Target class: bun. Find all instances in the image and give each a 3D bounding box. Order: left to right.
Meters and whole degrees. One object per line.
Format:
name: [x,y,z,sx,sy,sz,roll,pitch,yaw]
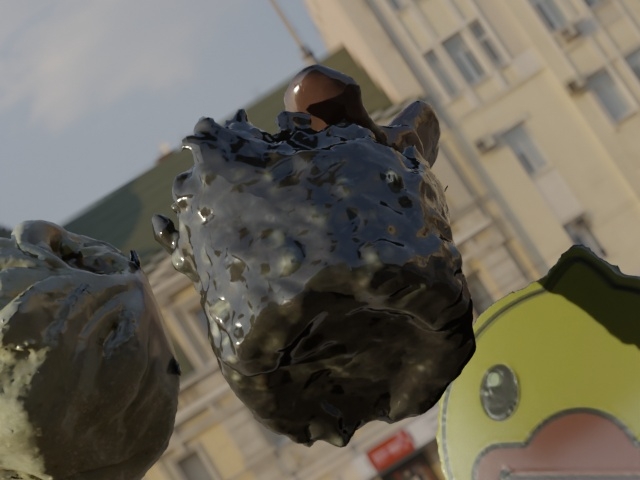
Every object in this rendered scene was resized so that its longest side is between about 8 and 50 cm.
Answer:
bun: [-0.228,0.092,1.240,0.205,0.281,0.281,-51,-15,17]

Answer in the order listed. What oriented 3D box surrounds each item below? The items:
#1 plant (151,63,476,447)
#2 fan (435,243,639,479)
plant: [0.000,0.000,0.949,0.204,0.234,0.178,-15,-38,0]
fan: [0.178,0.168,1.013,0.229,0.335,0.011,-6,-14,34]
